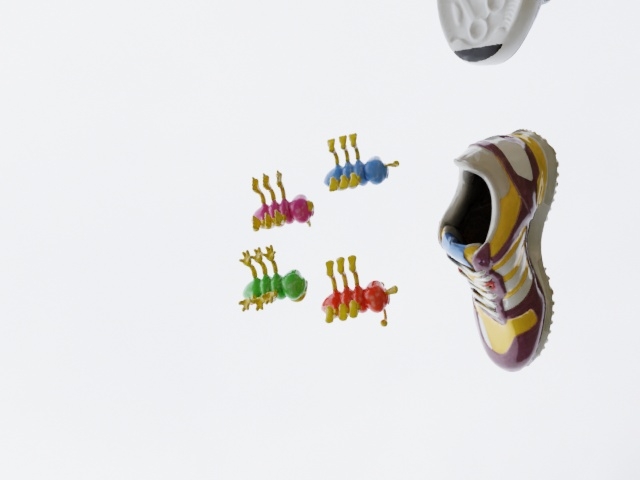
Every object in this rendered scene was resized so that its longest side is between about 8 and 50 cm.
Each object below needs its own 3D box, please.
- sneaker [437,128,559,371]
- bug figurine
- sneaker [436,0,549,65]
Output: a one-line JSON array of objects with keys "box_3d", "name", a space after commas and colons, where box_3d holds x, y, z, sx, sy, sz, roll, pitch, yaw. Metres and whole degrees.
[{"box_3d": [0.119, 0.015, 0.789, 0.084, 0.069, 0.186, -18, -66, -35], "name": "sneaker"}, {"box_3d": [0.000, 0.000, 1.439, 0.072, 0.216, 0.279, 56, -149, -54], "name": "bug figurine"}, {"box_3d": [0.246, -0.324, 1.208, 0.236, 0.130, 0.323, 13, -100, -49], "name": "sneaker"}]
